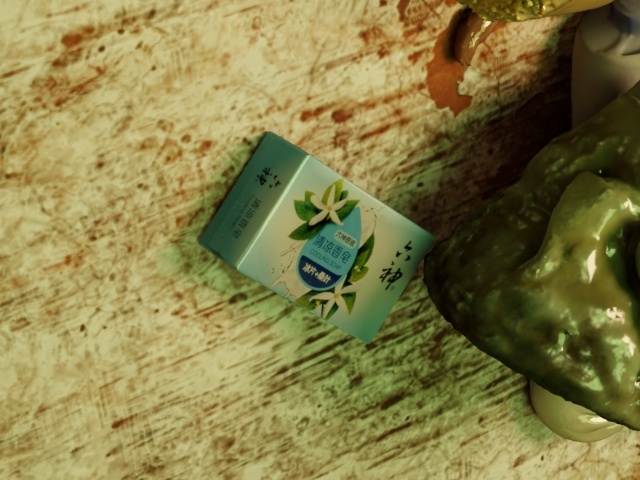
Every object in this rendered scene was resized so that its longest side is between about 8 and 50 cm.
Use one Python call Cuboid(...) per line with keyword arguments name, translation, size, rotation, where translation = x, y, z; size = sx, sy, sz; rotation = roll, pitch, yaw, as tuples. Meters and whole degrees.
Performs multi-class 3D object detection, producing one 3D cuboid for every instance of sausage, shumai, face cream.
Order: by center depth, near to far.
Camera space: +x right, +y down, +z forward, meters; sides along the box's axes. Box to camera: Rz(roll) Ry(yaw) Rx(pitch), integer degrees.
Cuboid(name="sausage", translation=(0.193, -0.263, 1.843), size=(0.042, 0.036, 0.158), rotation=(30, 93, -31))
Cuboid(name="shumai", translation=(0.332, -0.002, 1.850), size=(0.395, 0.395, 0.348), rotation=(11, 111, -40))
Cuboid(name="face cream", translation=(0.384, -0.138, 2.021), size=(0.235, 0.137, 0.420), rotation=(-33, 140, -21))

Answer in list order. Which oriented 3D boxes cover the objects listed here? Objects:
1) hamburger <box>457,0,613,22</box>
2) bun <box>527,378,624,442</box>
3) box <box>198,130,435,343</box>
Cuboid(name="hamburger", translation=(0.212, -0.354, 1.640), size=(0.170, 0.302, 0.302), rotation=(-1, 113, -30))
Cuboid(name="bun", translation=(0.357, 0.181, 2.139), size=(0.173, 0.120, 0.173), rotation=(-16, 119, -32))
Cuboid(name="box", translation=(0.000, 0.000, 1.801), size=(0.232, 0.083, 0.142), rotation=(32, 91, -41))
